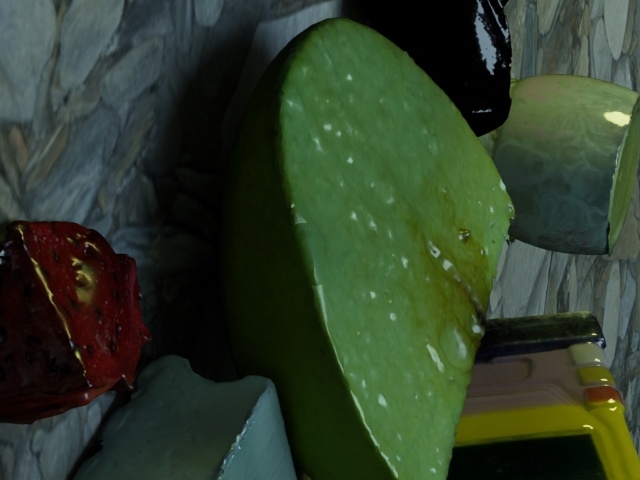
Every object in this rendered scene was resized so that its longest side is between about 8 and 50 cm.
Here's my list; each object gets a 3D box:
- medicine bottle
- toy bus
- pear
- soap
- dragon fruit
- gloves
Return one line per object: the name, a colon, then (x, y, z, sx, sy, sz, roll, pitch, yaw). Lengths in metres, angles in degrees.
medicine bottle: (0.186, -0.068, 1.555, 0.147, 0.143, 0.147, 13, 90, -74)
toy bus: (0.110, 0.293, 1.298, 0.249, 0.209, 0.440, -100, -174, -56)
pear: (-0.003, -0.002, 1.103, 0.288, 0.139, 0.239, -70, 144, -46)
soap: (-0.068, 0.202, 1.066, 0.261, 0.094, 0.150, 80, 28, -43)
dragon fruit: (-0.110, 0.043, 0.923, 0.131, 0.063, 0.097, 0, 99, -70)
gloves: (0.087, -0.178, 1.286, 0.164, 0.124, 0.203, 98, -17, -81)
